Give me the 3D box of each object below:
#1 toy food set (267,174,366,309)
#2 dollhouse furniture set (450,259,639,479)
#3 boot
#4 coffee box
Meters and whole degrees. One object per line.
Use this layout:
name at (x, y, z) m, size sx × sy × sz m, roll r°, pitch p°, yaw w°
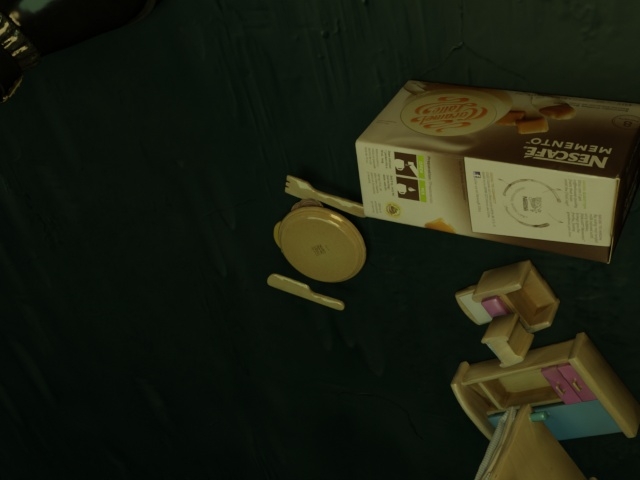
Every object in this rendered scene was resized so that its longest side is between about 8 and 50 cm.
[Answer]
toy food set at (0.000, 0.000, 1.068) m, size 0.133 × 0.038 × 0.192 m, roll 21°, pitch 131°, yaw 8°
dollhouse furniture set at (0.200, 0.242, 0.939) m, size 0.198 × 0.303 × 0.286 m, roll -26°, pitch 110°, yaw 45°
boot at (-0.356, -0.234, 0.924) m, size 0.348 × 0.260 × 0.131 m, roll -7°, pitch 128°, yaw 40°
coffee box at (0.178, -0.076, 0.790) m, size 0.247 × 0.141 × 0.098 m, roll 13°, pitch 132°, yaw 27°
